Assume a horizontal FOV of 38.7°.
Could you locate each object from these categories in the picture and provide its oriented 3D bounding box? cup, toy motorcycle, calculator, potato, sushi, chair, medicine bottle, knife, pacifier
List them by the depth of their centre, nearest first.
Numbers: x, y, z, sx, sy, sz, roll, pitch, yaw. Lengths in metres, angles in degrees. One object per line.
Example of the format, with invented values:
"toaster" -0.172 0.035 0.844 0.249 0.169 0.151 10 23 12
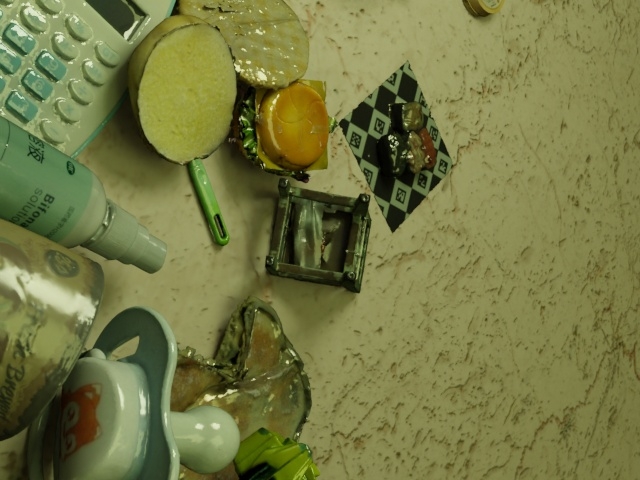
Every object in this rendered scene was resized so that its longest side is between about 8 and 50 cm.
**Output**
"cup" -0.424 0.093 0.984 0.257 0.227 0.301 33 96 -25
"medicine bottle" -0.323 -0.051 1.079 0.352 0.110 0.110 34 68 -40
"pacifier" -0.207 0.239 1.117 0.233 0.244 0.299 17 57 -35
"calculator" -0.341 -0.257 1.133 0.256 0.054 0.386 43 63 -35
"toy motorcycle" -0.153 0.377 1.192 0.342 0.206 0.142 -31 71 -15
"potato" -0.191 -0.205 1.216 0.164 0.081 0.200 -26 133 -32
"knife" -0.168 -0.093 1.325 0.054 0.015 0.212 -31 110 -40
"chair" 0.000 0.000 1.426 0.270 0.147 0.136 67 32 -83
"sushi" 0.158 -0.169 1.614 0.219 0.047 0.231 -46 120 -33

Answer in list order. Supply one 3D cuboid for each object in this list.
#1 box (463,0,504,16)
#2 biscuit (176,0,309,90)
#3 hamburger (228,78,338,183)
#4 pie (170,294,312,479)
"box" 0.316 -0.488 1.768 0.105 0.037 0.105 0 90 -43
"biscuit" -0.107 -0.307 1.311 0.220 0.033 0.220 20 51 -27
"hamburger" -0.058 -0.172 1.375 0.189 0.093 0.164 12 82 -41
"pie" -0.138 0.249 1.319 0.337 0.075 0.337 -8 101 -45
